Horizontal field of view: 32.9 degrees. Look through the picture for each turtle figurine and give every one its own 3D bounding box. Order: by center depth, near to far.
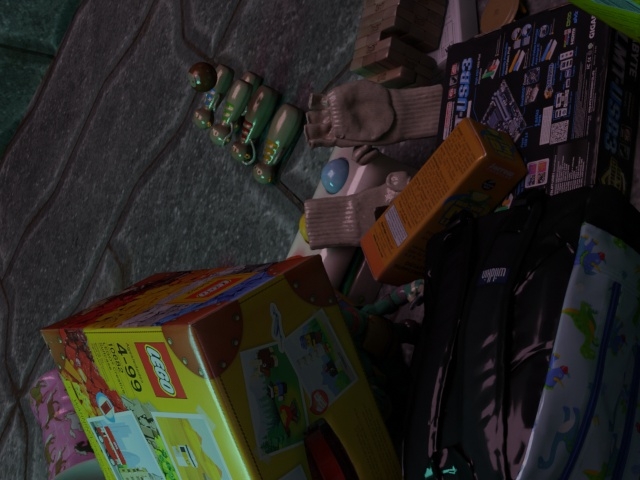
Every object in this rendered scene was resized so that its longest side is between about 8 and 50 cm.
[{"bbox_3d":[0.081,0.125,1.357,0.118,0.234,0.175,20,83,36],"label":"turtle figurine"}]

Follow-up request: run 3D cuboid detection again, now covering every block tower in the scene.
[{"bbox_3d":[0.133,-0.383,1.610,0.097,0.091,0.336,-9,66,53],"label":"block tower"}]

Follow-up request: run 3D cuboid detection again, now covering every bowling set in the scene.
[{"bbox_3d":[-0.179,-0.235,1.997,0.154,0.199,0.287,-64,29,12],"label":"bowling set"}]

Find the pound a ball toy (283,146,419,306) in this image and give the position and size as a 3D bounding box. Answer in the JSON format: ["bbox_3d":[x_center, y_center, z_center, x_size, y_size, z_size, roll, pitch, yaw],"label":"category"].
[{"bbox_3d":[0.000,0.000,1.647,0.208,0.135,0.319,35,102,57],"label":"pound a ball toy"}]

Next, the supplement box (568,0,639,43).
[{"bbox_3d":[0.373,-0.275,1.021,0.194,0.356,0.195,-64,32,9],"label":"supplement box"}]

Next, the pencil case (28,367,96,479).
[{"bbox_3d":[-0.473,0.416,2.120,0.386,0.167,0.160,-115,21,-49],"label":"pencil case"}]

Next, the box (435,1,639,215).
[{"bbox_3d":[0.266,-0.143,1.382,0.293,0.073,0.296,-13,63,54],"label":"box"}]

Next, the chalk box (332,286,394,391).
[{"bbox_3d":[-0.020,0.145,1.493,0.132,0.213,0.132,-48,9,31],"label":"chalk box"}]

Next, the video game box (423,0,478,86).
[{"bbox_3d":[0.160,-0.318,1.660,0.187,0.048,0.205,-30,49,43],"label":"video game box"}]

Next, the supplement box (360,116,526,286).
[{"bbox_3d":[0.151,-0.042,1.370,0.233,0.078,0.080,-53,38,29],"label":"supplement box"}]

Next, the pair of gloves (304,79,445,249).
[{"bbox_3d":[0.078,-0.103,1.512,0.042,0.204,0.240,-83,-6,-87],"label":"pair of gloves"}]

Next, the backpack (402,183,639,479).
[{"bbox_3d":[0.217,0.158,1.158,0.290,0.273,0.356,-21,35,48],"label":"backpack"}]

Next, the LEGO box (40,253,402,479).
[{"bbox_3d":[-0.087,0.288,1.303,0.372,0.193,0.500,-8,107,52],"label":"LEGO box"}]

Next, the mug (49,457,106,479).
[{"bbox_3d":[-0.326,0.507,1.724,0.374,0.276,0.328,-91,11,-45],"label":"mug"}]

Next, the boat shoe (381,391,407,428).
[{"bbox_3d":[0.074,0.246,1.491,0.133,0.042,0.049,-44,54,47],"label":"boat shoe"}]

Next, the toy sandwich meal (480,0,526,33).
[{"bbox_3d":[0.260,-0.315,1.528,0.085,0.029,0.086,-40,38,42],"label":"toy sandwich meal"}]
